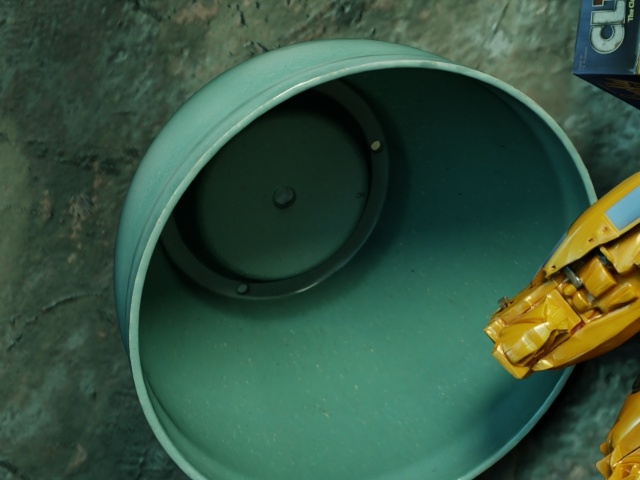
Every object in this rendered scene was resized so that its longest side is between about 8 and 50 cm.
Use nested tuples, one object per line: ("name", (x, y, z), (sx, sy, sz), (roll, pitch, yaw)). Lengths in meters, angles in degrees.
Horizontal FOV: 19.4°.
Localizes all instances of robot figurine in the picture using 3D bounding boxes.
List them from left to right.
("robot figurine", (0.247, 0.018, 1.031), (0.291, 0.085, 0.211), (-39, 93, 19))

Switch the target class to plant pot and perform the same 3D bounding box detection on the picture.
("plant pot", (0.000, 0.000, 1.153), (0.293, 0.293, 0.196), (-59, 29, 10))

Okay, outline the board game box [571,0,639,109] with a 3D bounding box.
("board game box", (0.214, -0.196, 1.091), (0.042, 0.165, 0.243), (4, 83, 35))
